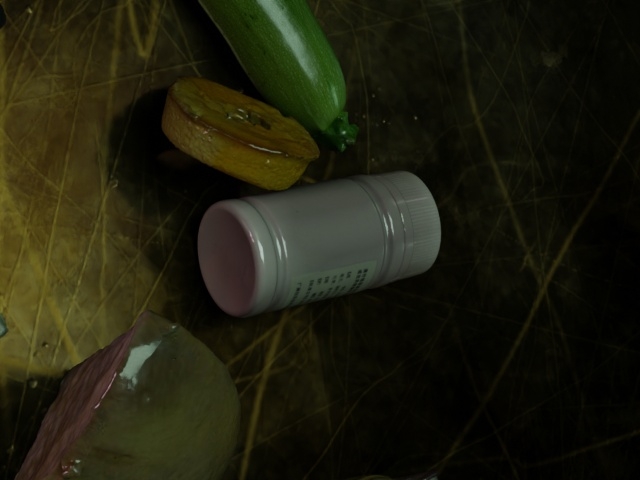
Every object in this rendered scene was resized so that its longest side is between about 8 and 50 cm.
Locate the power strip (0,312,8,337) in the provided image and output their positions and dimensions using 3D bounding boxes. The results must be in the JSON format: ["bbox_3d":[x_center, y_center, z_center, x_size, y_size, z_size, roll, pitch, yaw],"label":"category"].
[{"bbox_3d":[-0.404,0.006,1.877,0.078,0.052,0.272,-34,98,-33],"label":"power strip"}]

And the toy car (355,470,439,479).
[{"bbox_3d":[-0.024,0.381,1.932,0.336,0.242,0.226,-17,88,-33],"label":"toy car"}]

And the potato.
[{"bbox_3d":[-0.170,0.219,1.866,0.189,0.264,0.211,30,60,-14],"label":"potato"}]

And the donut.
[{"bbox_3d":[-0.091,-0.111,2.045,0.178,0.162,0.065,28,108,4],"label":"donut"}]

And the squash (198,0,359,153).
[{"bbox_3d":[-0.078,-0.268,2.108,0.107,0.107,0.395,-42,102,-31],"label":"squash"}]

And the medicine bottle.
[{"bbox_3d":[0.000,0.000,2.088,0.250,0.133,0.133,-13,88,-33],"label":"medicine bottle"}]

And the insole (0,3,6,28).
[{"bbox_3d":[-0.373,-0.289,1.984,0.053,0.002,0.152,-31,97,-33],"label":"insole"}]
